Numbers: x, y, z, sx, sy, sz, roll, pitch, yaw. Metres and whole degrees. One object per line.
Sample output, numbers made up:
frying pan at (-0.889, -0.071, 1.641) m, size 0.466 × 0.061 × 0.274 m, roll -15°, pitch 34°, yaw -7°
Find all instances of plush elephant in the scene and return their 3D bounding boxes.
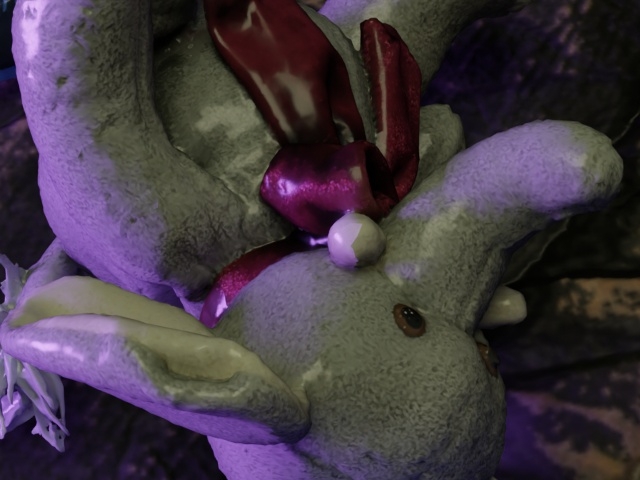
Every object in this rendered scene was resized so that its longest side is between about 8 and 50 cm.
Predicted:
plush elephant at (0.000, 0.000, 0.763) m, size 0.255 × 0.272 × 0.330 m, roll 38°, pitch 97°, yaw 38°

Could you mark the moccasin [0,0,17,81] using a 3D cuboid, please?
moccasin at (-0.108, -0.233, 0.992) m, size 0.137 × 0.117 × 0.342 m, roll 26°, pitch 64°, yaw 19°
